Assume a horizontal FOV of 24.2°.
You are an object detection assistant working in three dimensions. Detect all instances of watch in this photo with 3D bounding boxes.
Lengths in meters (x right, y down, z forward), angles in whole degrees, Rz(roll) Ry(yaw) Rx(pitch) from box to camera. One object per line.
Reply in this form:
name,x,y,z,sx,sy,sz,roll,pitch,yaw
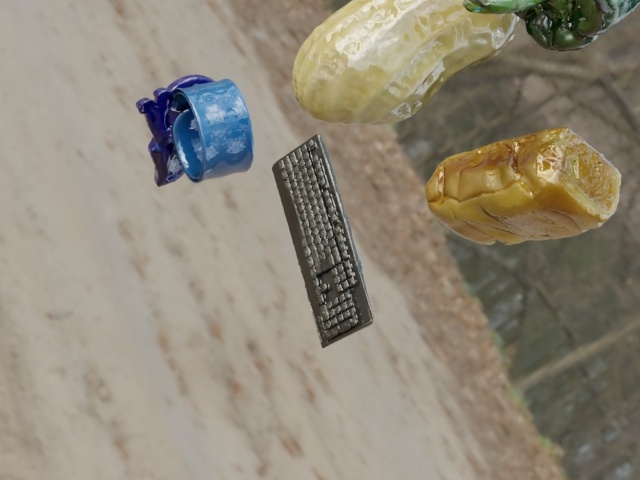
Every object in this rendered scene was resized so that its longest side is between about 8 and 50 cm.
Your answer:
watch,-0.202,-0.183,2.572,0.200,0.171,0.196,39,-33,53

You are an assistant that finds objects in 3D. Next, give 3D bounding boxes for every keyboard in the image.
keyboard,-0.001,0.000,1.421,0.015,0.074,0.197,9,59,-50

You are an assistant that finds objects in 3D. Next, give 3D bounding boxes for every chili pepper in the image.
chili pepper,0.298,-0.315,1.831,0.174,0.261,0.165,4,-54,58

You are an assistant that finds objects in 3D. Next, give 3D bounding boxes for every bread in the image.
bread,0.299,-0.076,2.248,0.166,0.294,0.132,22,70,-32

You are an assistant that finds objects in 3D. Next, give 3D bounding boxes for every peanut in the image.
peanut,0.118,-0.264,1.963,0.174,0.340,0.158,54,-1,-10
